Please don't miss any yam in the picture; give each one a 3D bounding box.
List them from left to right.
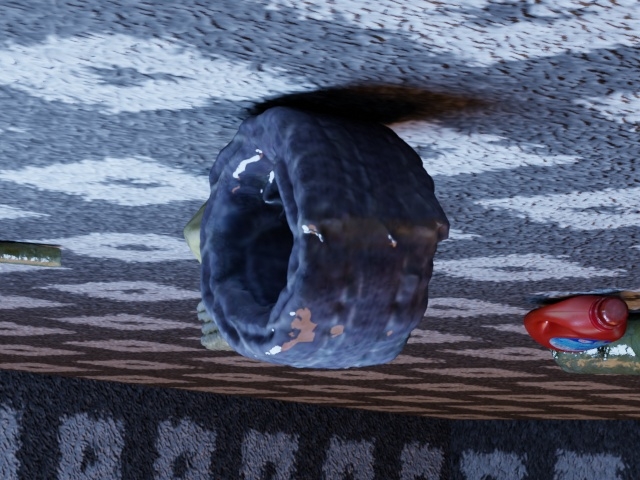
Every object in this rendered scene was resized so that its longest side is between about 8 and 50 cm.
[{"bbox_3d":[-0.290,0.011,1.753,0.116,0.021,0.021,5,171,-15],"label":"yam"},{"bbox_3d":[0.323,0.113,2.121,0.146,0.069,0.070,1,172,22],"label":"yam"}]

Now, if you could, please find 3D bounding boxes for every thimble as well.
[{"bbox_3d":[-0.001,-0.001,1.138,0.098,0.150,0.150,6,171,-30],"label":"thimble"}]

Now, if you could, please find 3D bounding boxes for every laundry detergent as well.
[{"bbox_3d":[0.268,0.079,1.988,0.097,0.049,0.165,7,169,-8],"label":"laundry detergent"}]

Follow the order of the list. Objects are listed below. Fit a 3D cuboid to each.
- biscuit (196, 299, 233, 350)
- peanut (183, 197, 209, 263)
[{"bbox_3d":[-0.042,0.081,2.028,0.108,0.061,0.239,6,172,-22],"label":"biscuit"},{"bbox_3d":[-0.013,0.009,1.413,0.099,0.090,0.214,11,-179,42],"label":"peanut"}]
